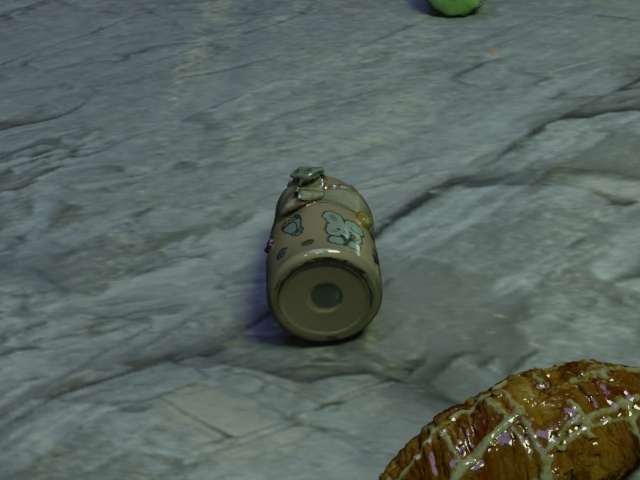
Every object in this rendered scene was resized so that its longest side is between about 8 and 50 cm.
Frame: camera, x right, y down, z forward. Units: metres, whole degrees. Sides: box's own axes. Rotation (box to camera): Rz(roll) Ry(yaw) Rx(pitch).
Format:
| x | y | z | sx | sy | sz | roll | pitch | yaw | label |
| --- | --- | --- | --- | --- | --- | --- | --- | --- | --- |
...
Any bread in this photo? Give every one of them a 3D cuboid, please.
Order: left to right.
| x | y | z | sx | sy | sz | roll | pitch | yaw | label |
| --- | --- | --- | --- | --- | --- | --- | --- | --- | --- |
| 0.141 | 0.132 | 0.879 | 0.233 | 0.076 | 0.105 | -20 | 37 | -11 | bread |

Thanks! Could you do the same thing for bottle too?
| x | y | z | sx | sy | sz | roll | pitch | yaw | label |
| --- | --- | --- | --- | --- | --- | --- | --- | --- | --- |
| -0.001 | 0.001 | 1.063 | 0.098 | 0.099 | 0.152 | -7 | 36 | 4 | bottle |

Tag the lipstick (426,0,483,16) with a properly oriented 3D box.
| x | y | z | sx | sy | sz | roll | pitch | yaw | label |
| --- | --- | --- | --- | --- | --- | --- | --- | --- | --- |
| 0.175 | -0.356 | 1.500 | 0.076 | 0.076 | 0.304 | 3 | 40 | 16 | lipstick |
